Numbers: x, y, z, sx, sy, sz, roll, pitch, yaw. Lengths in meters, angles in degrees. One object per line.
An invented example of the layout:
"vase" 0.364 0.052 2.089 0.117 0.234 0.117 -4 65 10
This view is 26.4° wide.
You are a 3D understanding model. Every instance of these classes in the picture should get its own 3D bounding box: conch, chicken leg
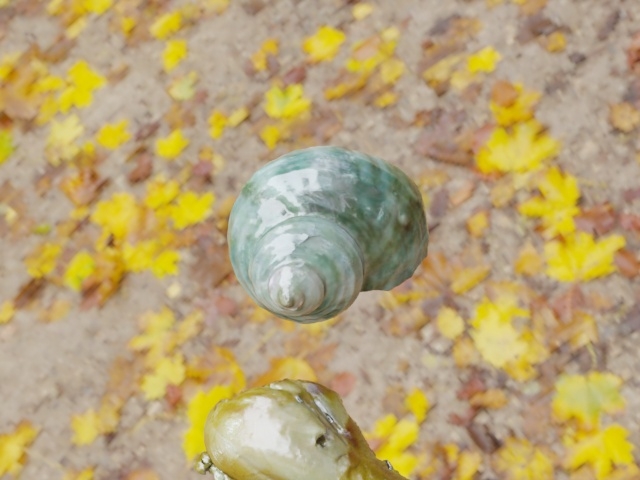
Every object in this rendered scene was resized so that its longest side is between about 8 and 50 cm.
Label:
"conch" 0.000 0.000 1.565 0.195 0.220 0.277 -52 0 32
"chicken leg" 0.033 0.333 1.898 0.429 0.152 0.201 29 64 13
